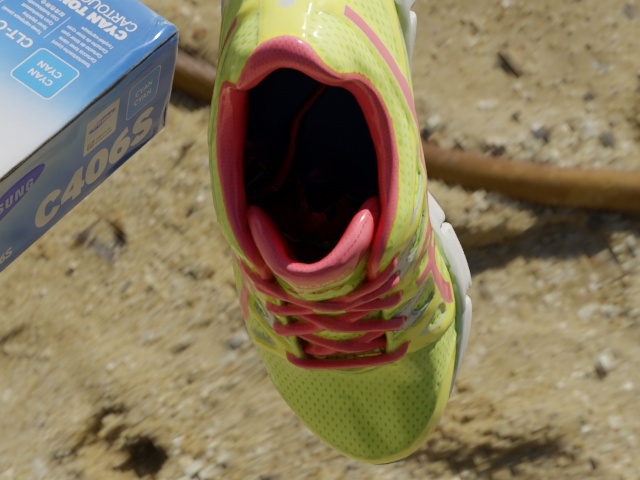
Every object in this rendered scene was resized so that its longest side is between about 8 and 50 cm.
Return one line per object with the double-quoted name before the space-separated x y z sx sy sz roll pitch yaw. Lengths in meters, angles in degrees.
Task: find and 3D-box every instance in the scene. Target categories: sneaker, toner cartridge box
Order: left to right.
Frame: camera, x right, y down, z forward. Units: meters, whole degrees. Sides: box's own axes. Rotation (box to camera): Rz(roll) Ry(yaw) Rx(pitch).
"toner cartridge box" -0.252 -0.124 0.827 0.348 0.075 0.165 34 55 13
"sneaker" 0.000 0.000 0.574 0.082 0.208 0.094 -6 33 11
